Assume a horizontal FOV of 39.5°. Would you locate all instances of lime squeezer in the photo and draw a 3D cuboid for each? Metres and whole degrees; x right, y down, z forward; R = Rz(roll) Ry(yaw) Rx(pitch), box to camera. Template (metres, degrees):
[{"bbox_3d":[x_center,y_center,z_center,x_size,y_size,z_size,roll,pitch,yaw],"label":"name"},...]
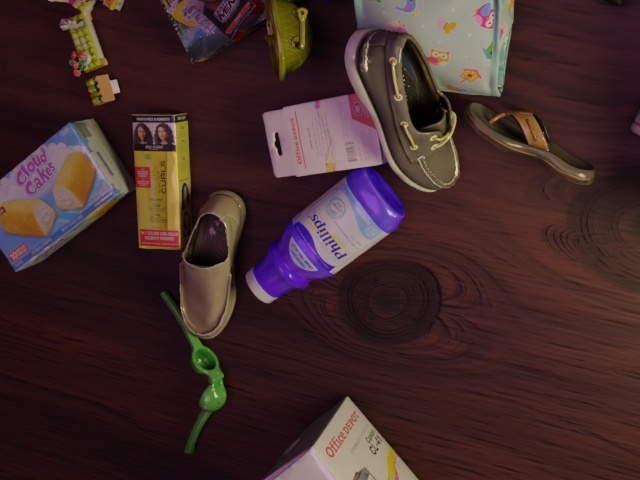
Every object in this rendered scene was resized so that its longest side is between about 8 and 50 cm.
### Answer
[{"bbox_3d":[-0.219,0.241,1.607,0.110,0.059,0.310,5,106,50],"label":"lime squeezer"}]

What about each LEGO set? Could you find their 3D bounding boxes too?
[{"bbox_3d":[-0.394,-0.371,1.491,0.132,0.107,0.287,20,107,13],"label":"LEGO set"}]

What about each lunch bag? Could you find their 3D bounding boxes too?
[{"bbox_3d":[0.168,-0.330,1.292,0.223,0.160,0.262,9,138,15],"label":"lunch bag"}]

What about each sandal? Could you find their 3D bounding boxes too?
[{"bbox_3d":[0.316,-0.155,1.320,0.219,0.090,0.060,30,119,6],"label":"sandal"}]

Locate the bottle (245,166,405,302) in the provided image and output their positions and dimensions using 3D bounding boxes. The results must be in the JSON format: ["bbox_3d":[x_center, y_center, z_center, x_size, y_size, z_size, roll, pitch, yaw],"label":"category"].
[{"bbox_3d":[0.000,0.000,1.454,0.283,0.092,0.118,-36,90,21],"label":"bottle"}]

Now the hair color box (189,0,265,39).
[{"bbox_3d":[-0.163,-0.388,1.399,0.141,0.043,0.072,43,111,5],"label":"hair color box"}]

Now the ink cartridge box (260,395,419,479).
[{"bbox_3d":[0.072,0.440,1.456,0.131,0.226,0.306,-40,89,21],"label":"ink cartridge box"}]

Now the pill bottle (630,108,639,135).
[{"bbox_3d":[0.512,-0.208,1.249,0.087,0.087,0.160,27,109,10],"label":"pill bottle"}]

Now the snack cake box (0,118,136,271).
[{"bbox_3d":[-0.474,-0.081,1.589,0.264,0.089,0.152,-34,91,21],"label":"snack cake box"}]

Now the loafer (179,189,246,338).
[{"bbox_3d":[-0.197,0.047,1.526,0.102,0.092,0.269,13,105,15],"label":"loafer"}]

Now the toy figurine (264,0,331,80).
[{"bbox_3d":[0.012,-0.433,1.301,0.217,0.191,0.363,-11,88,-22],"label":"toy figurine"}]

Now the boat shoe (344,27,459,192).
[{"bbox_3d":[0.140,-0.179,1.295,0.091,0.109,0.305,9,146,41],"label":"boat shoe"}]

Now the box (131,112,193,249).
[{"bbox_3d":[-0.272,-0.103,1.536,0.087,0.058,0.232,4,103,16],"label":"box"}]

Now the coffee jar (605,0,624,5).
[{"bbox_3d":[0.373,-0.413,1.253,0.184,0.079,0.096,35,110,7],"label":"coffee jar"}]

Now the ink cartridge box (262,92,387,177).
[{"bbox_3d":[0.014,-0.168,1.417,0.198,0.067,0.115,-5,100,29],"label":"ink cartridge box"}]

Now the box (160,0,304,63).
[{"bbox_3d":[-0.144,-0.411,1.436,0.233,0.044,0.159,-26,93,21],"label":"box"}]
